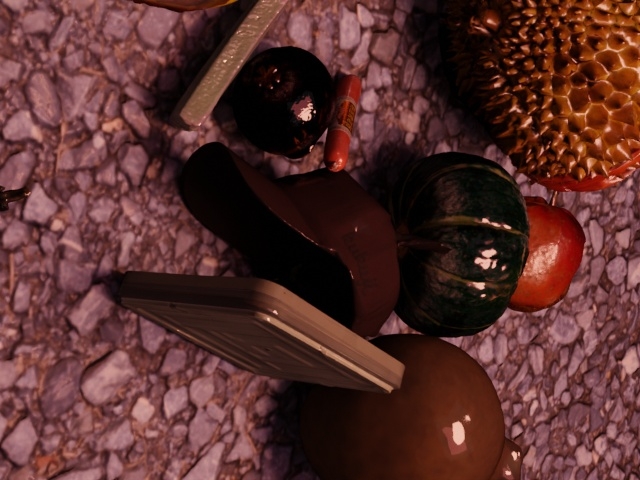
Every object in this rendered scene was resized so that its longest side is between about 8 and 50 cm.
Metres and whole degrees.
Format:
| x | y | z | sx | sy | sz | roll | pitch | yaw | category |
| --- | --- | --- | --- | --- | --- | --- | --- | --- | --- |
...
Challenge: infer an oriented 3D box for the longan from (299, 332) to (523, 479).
| x | y | z | sx | sy | sz | roll | pitch | yaw | category |
| --- | --- | --- | --- | --- | --- | --- | --- | --- | --- |
| 0.122 | 0.249 | 1.883 | 0.300 | 0.300 | 0.243 | 29 | 72 | -41 | longan |

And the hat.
| x | y | z | sx | sy | sz | roll | pitch | yaw | category |
| --- | --- | --- | --- | --- | --- | --- | --- | --- | --- |
| 0.003 | -0.032 | 1.769 | 0.209 | 0.238 | 0.336 | -46 | 116 | -22 | hat |

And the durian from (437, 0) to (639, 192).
| x | y | z | sx | sy | sz | roll | pitch | yaw | category |
| --- | --- | --- | --- | --- | --- | --- | --- | --- | --- |
| 0.334 | -0.238 | 1.940 | 0.384 | 0.347 | 0.348 | 17 | 87 | -45 | durian |

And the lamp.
| x | y | z | sx | sy | sz | roll | pitch | yaw | category |
| --- | --- | --- | --- | --- | --- | --- | --- | --- | --- |
| -0.070 | 0.108 | 1.698 | 0.266 | 0.269 | 0.047 | 32 | 69 | -41 | lamp |

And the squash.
| x | y | z | sx | sy | sz | roll | pitch | yaw | category |
| --- | --- | --- | --- | --- | --- | --- | --- | --- | --- |
| 0.175 | 0.006 | 1.907 | 0.165 | 0.252 | 0.252 | 8 | 93 | -22 | squash |

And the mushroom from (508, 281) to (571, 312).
| x | y | z | sx | sy | sz | roll | pitch | yaw | category |
| --- | --- | --- | --- | --- | --- | --- | --- | --- | --- |
| 0.318 | 0.054 | 2.157 | 0.126 | 0.085 | 0.109 | -30 | 122 | -17 | mushroom |

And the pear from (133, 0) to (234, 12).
| x | y | z | sx | sy | sz | roll | pitch | yaw | category |
| --- | --- | --- | --- | --- | --- | --- | --- | --- | --- |
| -0.172 | -0.422 | 1.490 | 0.340 | 0.191 | 0.386 | -40 | 94 | 15 | pear |

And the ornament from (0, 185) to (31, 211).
| x | y | z | sx | sy | sz | roll | pitch | yaw | category |
| --- | --- | --- | --- | --- | --- | --- | --- | --- | --- |
| -0.367 | -0.091 | 1.416 | 0.202 | 0.236 | 0.080 | -46 | 131 | -24 | ornament |

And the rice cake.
| x | y | z | sx | sy | sz | roll | pitch | yaw | category |
| --- | --- | --- | --- | --- | --- | --- | --- | --- | --- |
| -0.109 | -0.220 | 1.729 | 0.042 | 0.080 | 0.222 | 37 | 72 | -12 | rice cake |

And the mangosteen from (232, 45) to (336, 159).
| x | y | z | sx | sy | sz | roll | pitch | yaw | category |
| --- | --- | --- | --- | --- | --- | --- | --- | --- | --- |
| -0.039 | -0.165 | 1.774 | 0.137 | 0.137 | 0.151 | -62 | 155 | -13 | mangosteen |

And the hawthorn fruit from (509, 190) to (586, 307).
| x | y | z | sx | sy | sz | roll | pitch | yaw | category |
| --- | --- | --- | --- | --- | --- | --- | --- | --- | --- |
| 0.301 | -0.002 | 2.039 | 0.157 | 0.157 | 0.194 | 20 | 100 | -42 | hawthorn fruit |

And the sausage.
| x | y | z | sx | sy | sz | roll | pitch | yaw | category |
| --- | --- | --- | --- | --- | --- | --- | --- | --- | --- |
| 0.027 | -0.150 | 1.805 | 0.253 | 0.034 | 0.034 | -79 | 150 | -57 | sausage |
